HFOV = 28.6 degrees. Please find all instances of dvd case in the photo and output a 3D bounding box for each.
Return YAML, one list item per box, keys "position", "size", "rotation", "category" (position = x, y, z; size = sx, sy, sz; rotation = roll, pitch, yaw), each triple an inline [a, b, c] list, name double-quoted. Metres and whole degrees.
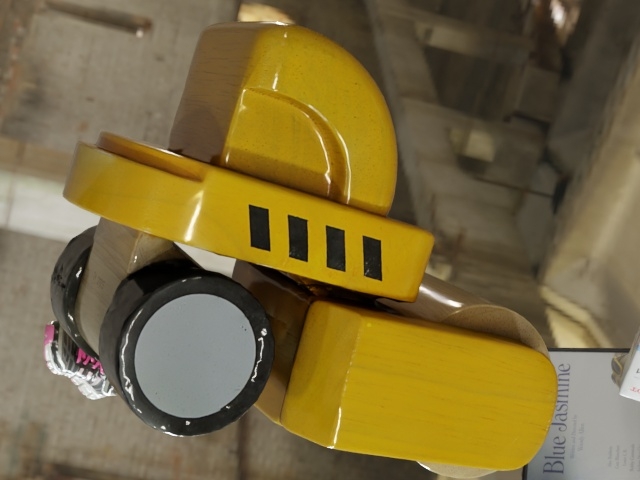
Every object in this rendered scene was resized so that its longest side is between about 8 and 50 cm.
- position: [0.370, 0.213, 1.492]
  size: [0.022, 0.253, 0.180]
  rotation: [55, 39, -57]
  category: "dvd case"

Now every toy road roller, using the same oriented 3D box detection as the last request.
- position: [0.000, 0.000, 0.802]
  size: [0.202, 0.329, 0.241]
  rotation: [25, -81, 65]
  category: "toy road roller"

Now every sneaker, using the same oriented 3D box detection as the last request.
- position: [-0.273, 0.142, 1.513]
  size: [0.170, 0.074, 0.063]
  rotation: [60, 29, -54]
  category: "sneaker"

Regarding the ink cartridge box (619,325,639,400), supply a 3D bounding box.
- position: [0.344, 0.102, 1.185]
  size: [0.052, 0.088, 0.122]
  rotation: [-59, 164, -52]
  category: "ink cartridge box"
